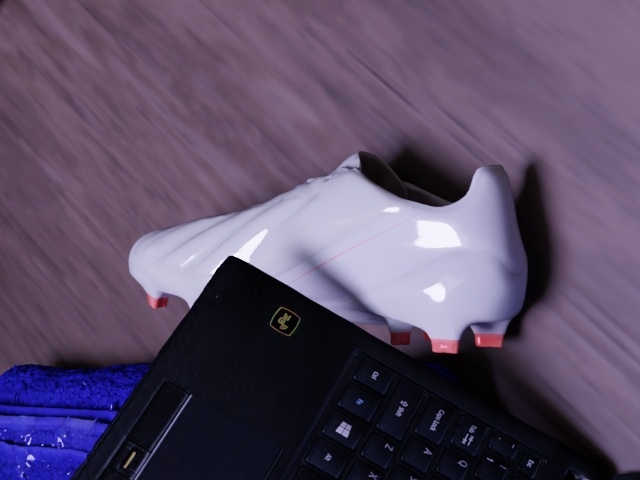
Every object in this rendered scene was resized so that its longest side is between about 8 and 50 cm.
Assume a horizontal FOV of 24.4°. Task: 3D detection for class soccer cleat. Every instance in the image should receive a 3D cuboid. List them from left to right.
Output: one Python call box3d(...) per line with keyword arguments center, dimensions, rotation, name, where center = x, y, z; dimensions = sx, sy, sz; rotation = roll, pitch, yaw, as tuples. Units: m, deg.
box3d(center=(0.000, 0.000, 0.620), dimensions=(0.196, 0.068, 0.076), rotation=(4, 94, 37), name="soccer cleat")

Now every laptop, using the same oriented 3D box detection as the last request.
box3d(center=(0.041, 0.117, 0.448), dimensions=(0.264, 0.234, 0.137), rotation=(30, 143, 5), name="laptop")

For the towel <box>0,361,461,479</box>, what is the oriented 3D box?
box3d(center=(-0.057, 0.169, 0.688), dimensions=(0.308, 0.076, 0.228), rotation=(-4, 92, 45), name="towel")
